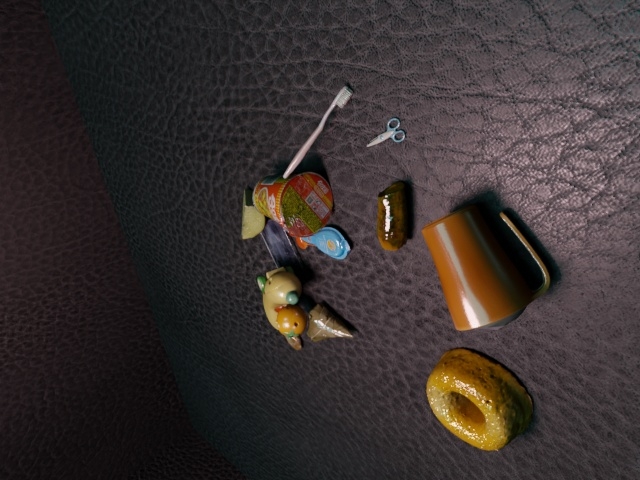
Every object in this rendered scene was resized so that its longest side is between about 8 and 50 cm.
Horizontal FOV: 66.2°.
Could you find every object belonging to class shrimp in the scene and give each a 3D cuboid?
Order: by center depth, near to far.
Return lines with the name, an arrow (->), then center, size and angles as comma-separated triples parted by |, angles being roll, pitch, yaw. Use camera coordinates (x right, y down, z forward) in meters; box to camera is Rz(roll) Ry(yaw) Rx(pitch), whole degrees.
shrimp -> -0.134, 0.356, 1.936 | 0.184, 0.043, 0.091 | 58, 147, 1

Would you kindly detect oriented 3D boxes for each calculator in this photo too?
calculator -> -0.132, 0.041, 1.737 | 0.161, 0.021, 0.262 | -12, 105, 52

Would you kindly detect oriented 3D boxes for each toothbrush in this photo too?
toothbrush -> -0.012, -0.274, 1.289 | 0.029, 0.025, 0.307 | 44, 119, 8

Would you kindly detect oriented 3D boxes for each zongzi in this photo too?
zongzi -> 0.034, 0.330, 1.695 | 0.178, 0.081, 0.189 | 34, 141, 24

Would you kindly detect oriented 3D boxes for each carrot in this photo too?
carrot -> 0.182, -0.059, 1.247 | 0.082, 0.082, 0.173 | 18, 126, 42

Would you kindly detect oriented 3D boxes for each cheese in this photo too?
cheese -> 0.000, 0.000, 1.541 | 0.256, 0.037, 0.106 | 12, 121, 47

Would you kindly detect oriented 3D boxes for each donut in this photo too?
donut -> 0.401, 0.427, 1.295 | 0.277, 0.108, 0.278 | 30, 135, 35

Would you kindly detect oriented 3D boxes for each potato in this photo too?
potato -> -0.235, -0.093, 1.730 | 0.120, 0.081, 0.149 | -99, 17, -51

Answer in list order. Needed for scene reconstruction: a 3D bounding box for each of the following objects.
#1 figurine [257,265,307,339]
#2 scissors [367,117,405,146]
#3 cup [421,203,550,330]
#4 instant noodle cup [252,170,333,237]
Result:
figurine -> -0.120, 0.231, 1.703 | 0.222, 0.124, 0.325 | 56, 155, 31
scissors -> 0.156, -0.253, 1.199 | 0.119, 0.014, 0.058 | -21, 97, 50
cup -> 0.355, 0.054, 1.071 | 0.226, 0.182, 0.264 | -27, 86, 21
instant noodle cup -> -0.099, -0.119, 1.470 | 0.212, 0.193, 0.193 | 18, 127, 52
